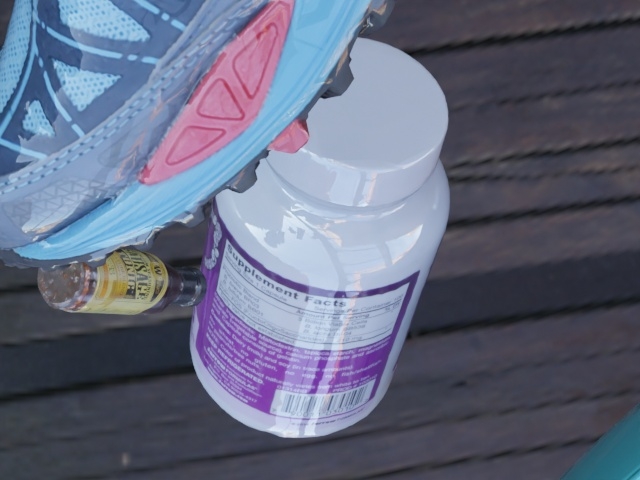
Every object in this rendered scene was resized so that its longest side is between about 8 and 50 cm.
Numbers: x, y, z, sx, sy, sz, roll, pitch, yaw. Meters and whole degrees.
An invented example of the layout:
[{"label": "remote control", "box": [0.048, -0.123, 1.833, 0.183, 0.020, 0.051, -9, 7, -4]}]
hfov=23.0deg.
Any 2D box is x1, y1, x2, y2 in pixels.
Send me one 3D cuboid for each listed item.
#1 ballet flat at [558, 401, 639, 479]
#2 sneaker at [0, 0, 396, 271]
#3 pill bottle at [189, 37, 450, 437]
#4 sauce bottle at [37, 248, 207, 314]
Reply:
[{"label": "ballet flat", "box": [0.312, 0.120, 1.122, 0.182, 0.164, 0.482, 34, 96, 0]}, {"label": "sneaker", "box": [-0.030, -0.114, 0.313, 0.125, 0.104, 0.262, 24, 112, -26]}, {"label": "pill bottle", "box": [0.000, 0.000, 1.153, 0.169, 0.169, 0.301, 2, 141, -11]}, {"label": "sauce bottle", "box": [-0.118, 0.025, 0.971, 0.042, 0.042, 0.128, -44, 157, 23]}]
